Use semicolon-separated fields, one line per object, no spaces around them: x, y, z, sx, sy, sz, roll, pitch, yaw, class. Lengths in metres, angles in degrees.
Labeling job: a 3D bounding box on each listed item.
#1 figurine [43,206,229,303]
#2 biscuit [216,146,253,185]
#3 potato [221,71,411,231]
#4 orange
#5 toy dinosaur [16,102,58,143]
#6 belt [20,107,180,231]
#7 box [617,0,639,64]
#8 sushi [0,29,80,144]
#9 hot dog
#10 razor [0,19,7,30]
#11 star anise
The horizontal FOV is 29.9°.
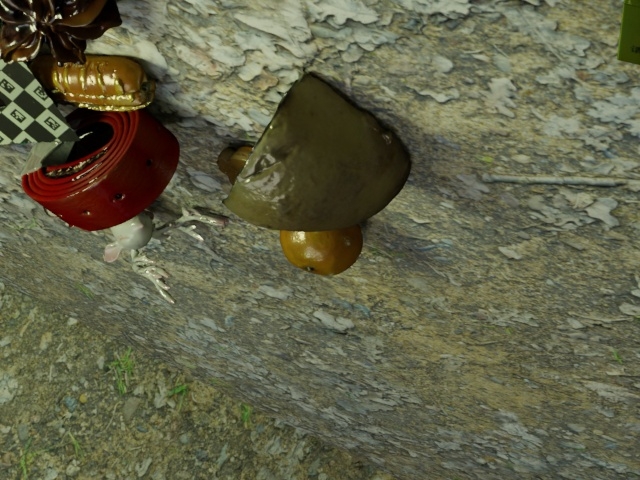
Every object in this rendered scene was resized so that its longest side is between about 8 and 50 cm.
-0.388;-0.029;2.424;0.284;0.206;0.315;15;165;49;figurine
-0.105;-0.117;2.125;0.170;0.050;0.170;26;158;12;biscuit
0.012;-0.098;1.853;0.264;0.189;0.211;27;158;-11;potato
0.000;0.000;2.190;0.156;0.124;0.156;22;157;10;orange
-0.535;-0.237;2.193;0.096;0.132;0.059;-29;144;3;toy dinosaur
-0.395;-0.136;2.121;0.323;0.227;0.115;-5;144;41;belt
0.406;-0.271;1.250;0.173;0.043;0.311;17;158;17;box
-0.573;-0.288;2.074;0.264;0.050;0.290;-1;135;33;sushi
-0.391;-0.265;2.028;0.269;0.072;0.115;6;161;35;hot dog
-0.458;-0.341;1.972;0.154;0.044;0.028;15;-172;12;razor
-0.400;-0.346;1.756;0.220;0.126;0.190;-29;159;36;star anise
